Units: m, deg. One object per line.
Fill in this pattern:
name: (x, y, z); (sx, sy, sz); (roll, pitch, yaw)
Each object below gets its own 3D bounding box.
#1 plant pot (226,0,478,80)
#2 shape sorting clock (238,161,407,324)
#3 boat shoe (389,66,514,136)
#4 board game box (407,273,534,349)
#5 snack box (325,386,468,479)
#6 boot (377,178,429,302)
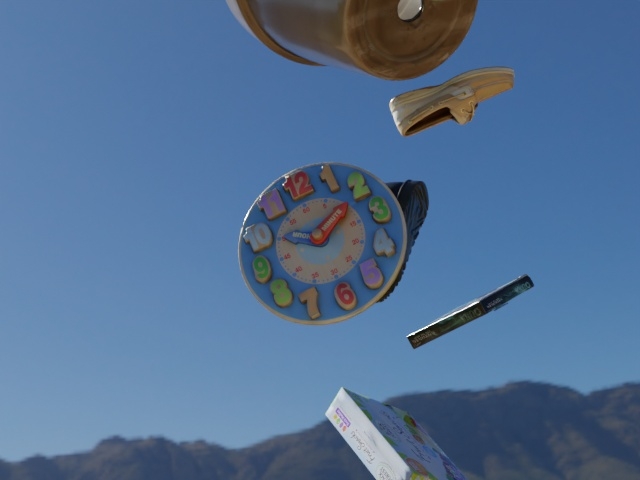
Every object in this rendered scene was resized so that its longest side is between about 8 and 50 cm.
plant pot: (0.056, -0.352, 1.240); (0.323, 0.280, 0.323); (-13, -55, -19)
shape sorting clock: (0.000, 0.000, 1.111); (0.206, 0.206, 0.040); (-11, -28, 12)
boat shoe: (0.178, -0.179, 1.237); (0.170, 0.059, 0.063); (-17, -18, 16)
board game box: (0.237, 0.114, 1.488); (0.126, 0.026, 0.186); (-23, -8, -38)
snack box: (0.078, 0.206, 0.905); (0.100, 0.141, 0.037); (25, -79, -36)
boot: (0.027, -0.007, 1.365); (0.207, 0.246, 0.094); (2, -50, 27)
